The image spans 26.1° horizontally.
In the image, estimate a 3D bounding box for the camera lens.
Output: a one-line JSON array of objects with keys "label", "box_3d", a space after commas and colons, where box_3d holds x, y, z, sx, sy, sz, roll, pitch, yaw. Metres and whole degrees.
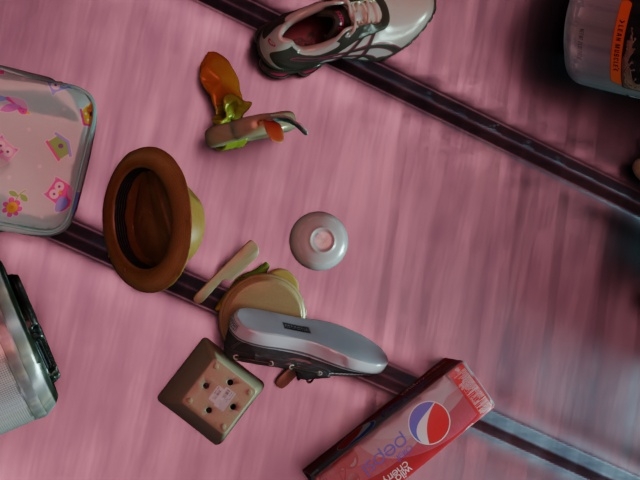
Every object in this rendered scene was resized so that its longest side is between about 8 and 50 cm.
[{"label": "camera lens", "box_3d": [-0.479, 0.159, 1.722, 0.274, 0.219, 0.219, -23, 92, -12]}]

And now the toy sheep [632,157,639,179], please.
[{"label": "toy sheep", "box_3d": [0.517, -0.107, 2.001, 0.132, 0.091, 0.091, -2, 88, 1]}]

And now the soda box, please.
[{"label": "soda box", "box_3d": [0.108, 0.272, 1.900, 0.263, 0.092, 0.083, -36, 94, -10]}]

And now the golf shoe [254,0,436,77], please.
[{"label": "golf shoe", "box_3d": [0.046, -0.294, 1.899, 0.272, 0.120, 0.105, -22, 90, -13]}]

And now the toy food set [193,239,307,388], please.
[{"label": "toy food set", "box_3d": [-0.078, 0.102, 1.903, 0.132, 0.038, 0.192, -43, 107, -5]}]

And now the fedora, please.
[{"label": "fedora", "box_3d": [-0.211, -0.028, 1.839, 0.079, 0.194, 0.194, 0, 87, -49]}]

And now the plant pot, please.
[{"label": "plant pot", "box_3d": [-0.141, 0.205, 1.851, 0.109, 0.096, 0.109, 39, 81, -7]}]

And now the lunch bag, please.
[{"label": "lunch bag", "box_3d": [-0.442, -0.119, 1.798, 0.279, 0.108, 0.224, 12, 91, -8]}]

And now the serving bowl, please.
[{"label": "serving bowl", "box_3d": [0.000, 0.000, 1.923, 0.083, 0.027, 0.083, 1, 87, -11]}]

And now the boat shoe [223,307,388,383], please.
[{"label": "boat shoe", "box_3d": [-0.023, 0.156, 1.870, 0.228, 0.080, 0.076, 13, 119, -21]}]

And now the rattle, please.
[{"label": "rattle", "box_3d": [-0.088, -0.190, 1.824, 0.130, 0.199, 0.143, 4, 87, -11]}]

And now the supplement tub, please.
[{"label": "supplement tub", "box_3d": [0.519, -0.278, 1.878, 0.338, 0.207, 0.207, 17, 83, 25]}]
